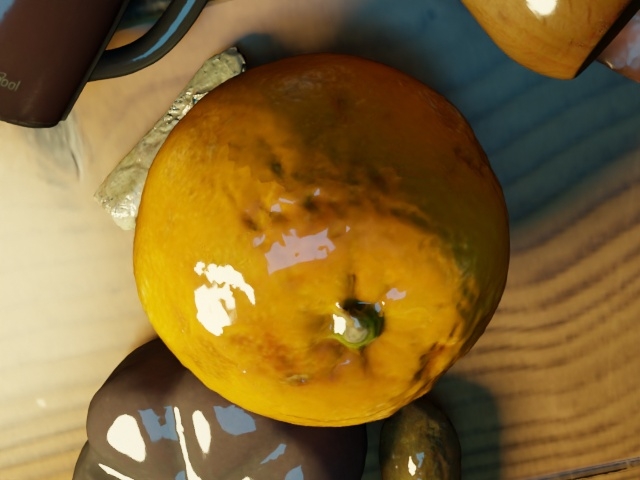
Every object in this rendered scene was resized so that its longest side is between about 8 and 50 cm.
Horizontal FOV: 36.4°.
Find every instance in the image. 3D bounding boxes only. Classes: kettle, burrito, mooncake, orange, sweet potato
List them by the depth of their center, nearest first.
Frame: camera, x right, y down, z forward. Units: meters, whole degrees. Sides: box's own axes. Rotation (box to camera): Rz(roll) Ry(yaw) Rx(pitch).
[{"bbox_3d":[-0.169,-0.200,0.671,0.202,0.144,0.232,26,108,-28],"label":"kettle"},{"bbox_3d":[0.000,0.000,0.681,0.261,0.261,0.261,1,111,2],"label":"orange"},{"bbox_3d":[-0.111,-0.076,0.759,0.171,0.042,0.051,-43,74,11],"label":"burrito"},{"bbox_3d":[-0.084,0.190,0.819,0.245,0.133,0.245,3,110,9],"label":"mooncake"},{"bbox_3d":[0.091,0.259,0.870,0.075,0.075,0.273,-2,115,3],"label":"sweet potato"}]

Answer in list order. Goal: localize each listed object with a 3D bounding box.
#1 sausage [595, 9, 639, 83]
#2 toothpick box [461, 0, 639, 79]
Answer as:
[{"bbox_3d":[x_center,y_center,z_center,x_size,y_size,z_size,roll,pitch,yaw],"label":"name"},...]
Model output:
[{"bbox_3d":[0.267,-0.228,0.653,0.113,0.113,0.259,31,110,-9],"label":"sausage"},{"bbox_3d":[0.079,-0.238,0.586,0.294,0.192,0.192,42,108,8],"label":"toothpick box"}]
